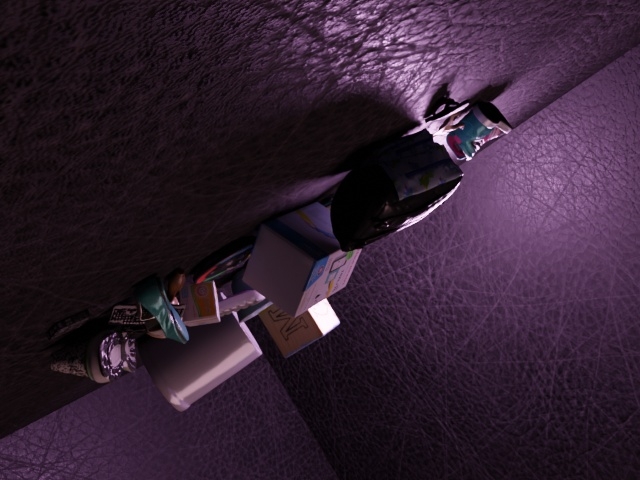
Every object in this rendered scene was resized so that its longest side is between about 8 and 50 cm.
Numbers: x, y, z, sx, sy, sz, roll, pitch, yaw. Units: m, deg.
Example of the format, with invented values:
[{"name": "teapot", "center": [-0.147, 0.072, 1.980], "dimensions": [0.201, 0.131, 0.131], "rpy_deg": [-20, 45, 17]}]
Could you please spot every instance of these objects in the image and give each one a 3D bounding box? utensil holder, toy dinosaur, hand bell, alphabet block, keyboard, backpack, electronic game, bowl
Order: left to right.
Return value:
[{"name": "keyboard", "center": [-0.440, 0.204, 1.677], "dimensions": [0.192, 0.038, 0.100], "rpy_deg": [5, 130, -35]}, {"name": "hand bell", "center": [-0.396, 0.145, 1.732], "dimensions": [0.126, 0.126, 0.242], "rpy_deg": [-28, 160, -39]}, {"name": "utensil holder", "center": [-0.475, 0.434, 2.637], "dimensions": [0.386, 0.327, 0.327], "rpy_deg": [-34, 175, -6]}, {"name": "electronic game", "center": [-0.254, 0.055, 1.844], "dimensions": [0.229, 0.048, 0.229], "rpy_deg": [-32, 176, -3]}, {"name": "bowl", "center": [-0.206, 0.158, 2.449], "dimensions": [0.312, 0.163, 0.311], "rpy_deg": [-32, 174, -4]}, {"name": "alphabet block", "center": [-0.078, 0.289, 2.454], "dimensions": [0.193, 0.197, 0.192], "rpy_deg": [-34, 176, 21]}, {"name": "backpack", "center": [0.211, -0.146, 1.749], "dimensions": [0.356, 0.273, 0.290], "rpy_deg": [-12, 157, -26]}, {"name": "toy dinosaur", "center": [0.359, -0.323, 1.854], "dimensions": [0.093, 0.053, 0.183], "rpy_deg": [-28, 174, -23]}]

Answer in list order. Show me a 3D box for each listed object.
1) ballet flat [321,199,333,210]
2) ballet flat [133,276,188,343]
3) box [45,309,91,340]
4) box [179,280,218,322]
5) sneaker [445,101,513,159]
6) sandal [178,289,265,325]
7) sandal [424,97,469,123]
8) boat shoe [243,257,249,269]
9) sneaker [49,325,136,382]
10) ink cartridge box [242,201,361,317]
[{"name": "ballet flat", "center": [0.105, -0.112, 2.011], "dimensions": [0.349, 0.123, 0.123], "rpy_deg": [-34, 175, 20]}, {"name": "ballet flat", "center": [-0.398, 0.181, 1.623], "dimensions": [0.087, 0.083, 0.247], "rpy_deg": [-20, 139, -8]}, {"name": "box", "center": [-0.559, 0.187, 1.468], "dimensions": [0.083, 0.018, 0.067], "rpy_deg": [-27, 172, -45]}, {"name": "box", "center": [-0.362, 0.192, 1.988], "dimensions": [0.103, 0.114, 0.203], "rpy_deg": [-7, 171, -8]}, {"name": "sneaker", "center": [0.492, -0.336, 2.086], "dimensions": [0.178, 0.123, 0.296], "rpy_deg": [-40, 164, 28]}, {"name": "sandal", "center": [-0.392, 0.214, 2.215], "dimensions": [0.417, 0.102, 0.169], "rpy_deg": [-14, 168, -21]}, {"name": "sandal", "center": [0.303, -0.326, 1.632], "dimensions": [0.067, 0.040, 0.179], "rpy_deg": [-25, -173, -16]}, {"name": "boat shoe", "center": [-0.203, 0.069, 1.950], "dimensions": [0.048, 0.042, 0.133], "rpy_deg": [-68, -167, -15]}, {"name": "sneaker", "center": [-0.609, 0.292, 1.791], "dimensions": [0.182, 0.157, 0.410], "rpy_deg": [0, 174, -3]}, {"name": "ink cartridge box", "center": [-0.041, 0.046, 1.851], "dimensions": [0.270, 0.197, 0.198], "rpy_deg": [-26, 144, -53]}]
